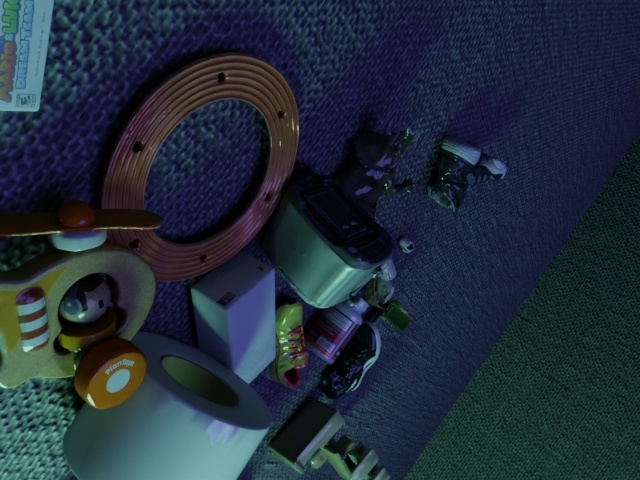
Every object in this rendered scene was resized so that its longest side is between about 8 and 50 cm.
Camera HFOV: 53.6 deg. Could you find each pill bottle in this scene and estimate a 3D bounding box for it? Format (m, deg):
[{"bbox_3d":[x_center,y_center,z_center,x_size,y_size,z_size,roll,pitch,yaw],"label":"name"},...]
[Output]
[{"bbox_3d":[0.034,0.181,1.359,0.152,0.086,0.086,-53,150,-7],"label":"pill bottle"}]

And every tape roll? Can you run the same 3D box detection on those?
[{"bbox_3d":[-0.215,0.266,0.912,0.169,0.246,0.246,-58,151,1],"label":"tape roll"}]

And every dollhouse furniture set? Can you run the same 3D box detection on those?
[{"bbox_3d":[0.170,0.193,1.539,0.076,0.058,0.151,-49,179,-17],"label":"dollhouse furniture set"},{"bbox_3d":[0.010,0.536,1.556,0.161,0.212,0.242,-44,122,-25],"label":"dollhouse furniture set"}]

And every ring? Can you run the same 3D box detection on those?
[{"bbox_3d":[-0.155,-0.094,0.867,0.337,0.032,0.336,-36,145,-31],"label":"ring"}]

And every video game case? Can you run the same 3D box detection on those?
[{"bbox_3d":[-0.308,-0.190,0.555,0.143,0.019,0.157,-12,129,-51],"label":"video game case"}]

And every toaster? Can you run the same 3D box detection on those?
[{"bbox_3d":[0.000,0.000,1.031,0.129,0.227,0.146,-23,154,-48],"label":"toaster"}]

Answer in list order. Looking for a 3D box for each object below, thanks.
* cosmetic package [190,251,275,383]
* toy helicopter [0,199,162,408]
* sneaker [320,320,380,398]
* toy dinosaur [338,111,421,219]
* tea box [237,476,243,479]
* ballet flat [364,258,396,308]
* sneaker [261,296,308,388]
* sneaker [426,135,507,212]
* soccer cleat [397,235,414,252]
[{"bbox_3d":[-0.140,0.142,1.056,0.117,0.086,0.231,-42,147,-40],"label":"cosmetic package"},{"bbox_3d":[-0.315,0.049,0.667,0.355,0.140,0.234,15,104,-57],"label":"toy helicopter"},{"bbox_3d":[0.068,0.302,1.533,0.121,0.079,0.216,-20,135,-49],"label":"sneaker"},{"bbox_3d":[0.072,-0.083,1.163,0.160,0.121,0.313,22,104,-48],"label":"toy dinosaur"},{"bbox_3d":[-0.307,0.587,1.112,0.324,0.220,0.328,-10,127,-53],"label":"tea box"},{"bbox_3d":[0.143,0.081,1.441,0.073,0.067,0.206,-38,145,-28],"label":"ballet flat"},{"bbox_3d":[-0.056,0.204,1.240,0.081,0.094,0.208,-25,137,-41],"label":"sneaker"},{"bbox_3d":[0.333,-0.144,1.480,0.269,0.101,0.153,10,111,-52],"label":"sneaker"},{"bbox_3d":[0.209,0.015,1.508,0.029,0.036,0.083,-54,150,-5],"label":"soccer cleat"}]
